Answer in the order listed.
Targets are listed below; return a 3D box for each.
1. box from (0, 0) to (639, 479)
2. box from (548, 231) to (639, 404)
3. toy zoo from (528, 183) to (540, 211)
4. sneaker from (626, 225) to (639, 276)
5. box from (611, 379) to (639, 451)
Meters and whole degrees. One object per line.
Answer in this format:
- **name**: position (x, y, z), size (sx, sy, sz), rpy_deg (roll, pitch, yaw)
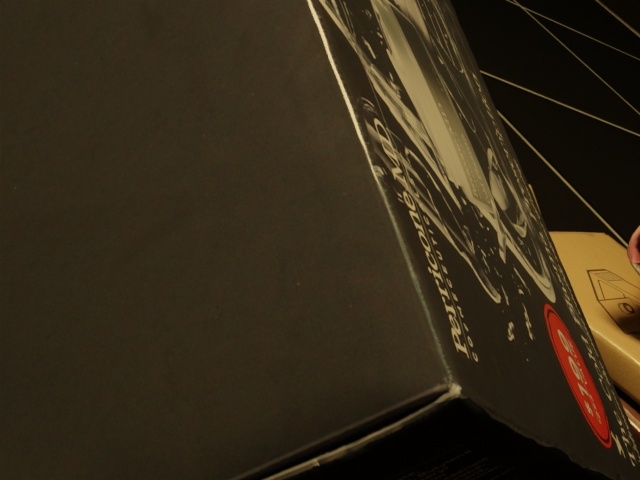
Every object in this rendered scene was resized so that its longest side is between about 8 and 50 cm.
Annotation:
- **box**: position (-0.020, -0.019, 0.672), size (0.312, 0.179, 0.343), rpy_deg (32, 35, -61)
- **box**: position (0.190, 0.059, 0.819), size (0.201, 0.021, 0.164), rpy_deg (41, 22, 29)
- **toy zoo**: position (0.131, 0.079, 1.001), size (0.192, 0.030, 0.293), rpy_deg (70, 22, -6)
- **sneaker**: position (0.220, 0.000, 0.805), size (0.131, 0.112, 0.319), rpy_deg (28, 18, -13)
- **box**: position (0.200, 0.183, 0.816), size (0.203, 0.168, 0.167), rpy_deg (8, 30, -46)
